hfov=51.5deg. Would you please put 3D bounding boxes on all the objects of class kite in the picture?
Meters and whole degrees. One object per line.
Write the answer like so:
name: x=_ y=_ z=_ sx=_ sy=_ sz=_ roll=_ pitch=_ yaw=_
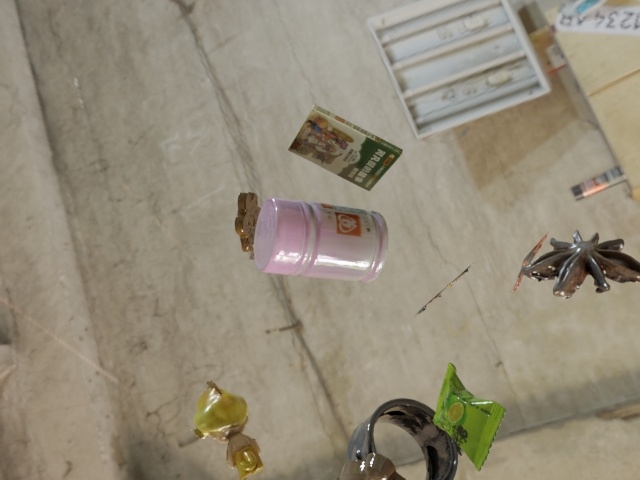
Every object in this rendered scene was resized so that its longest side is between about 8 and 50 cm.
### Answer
kite: x=0.624 y=0.064 z=2.005 sx=0.008 sy=0.222 sz=0.125 roll=28 pitch=-171 yaw=4
kite: x=0.245 y=0.104 z=1.332 sx=0.010 sy=0.190 sz=0.159 roll=47 pitch=158 yaw=10

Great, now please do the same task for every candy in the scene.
candy: x=0.307 y=0.374 z=1.437 sx=0.069 sy=0.148 sz=0.246 roll=15 pitch=-174 yaw=-22

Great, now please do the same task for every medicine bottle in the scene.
medicine bottle: x=0.000 y=0.000 z=1.759 sx=0.316 sy=0.202 sz=0.202 roll=7 pitch=-126 yaw=-22

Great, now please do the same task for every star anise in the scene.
star anise: x=0.621 y=0.064 z=1.584 sx=0.198 sy=0.258 sz=0.110 roll=-109 pitch=0 yaw=-52

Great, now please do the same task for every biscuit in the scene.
biscuit: x=-0.203 y=-0.047 z=1.916 sx=0.236 sy=0.039 sz=0.179 roll=59 pitch=-147 yaw=-67

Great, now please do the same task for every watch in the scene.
watch: x=0.241 y=0.642 z=1.885 sx=0.335 sy=0.314 sz=0.327 roll=38 pitch=-131 yaw=6

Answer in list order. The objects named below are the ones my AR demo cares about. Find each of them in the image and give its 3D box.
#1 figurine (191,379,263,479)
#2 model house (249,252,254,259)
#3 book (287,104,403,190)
figurine: x=-0.221 y=0.453 z=1.602 sx=0.156 sy=0.131 sz=0.246 roll=-18 pitch=-120 yaw=-38
model house: x=-0.218 y=0.032 z=2.264 sx=0.058 sy=0.083 sz=0.057 roll=-37 pitch=-87 yaw=-21
book: x=0.063 y=-0.246 z=1.800 sx=0.264 sy=0.202 sz=0.027 roll=26 pitch=-123 yaw=-10
